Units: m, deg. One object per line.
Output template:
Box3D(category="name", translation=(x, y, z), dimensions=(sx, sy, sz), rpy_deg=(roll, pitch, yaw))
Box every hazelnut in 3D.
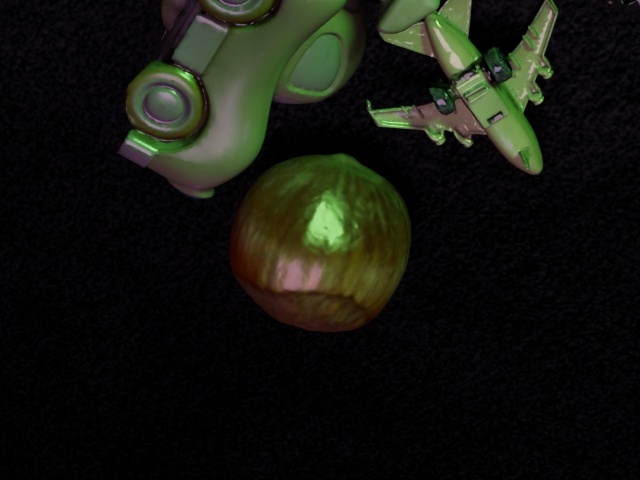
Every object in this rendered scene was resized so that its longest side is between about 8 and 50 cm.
Box3D(category="hazelnut", translation=(0.000, 0.000, 1.821), dimensions=(0.214, 0.176, 0.214), rpy_deg=(-9, 111, -23))

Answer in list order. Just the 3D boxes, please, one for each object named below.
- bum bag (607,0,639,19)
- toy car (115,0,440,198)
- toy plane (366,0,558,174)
Box3D(category="bum bag", translation=(0.358, -0.241, 1.644), dimensions=(0.124, 0.034, 0.058), rpy_deg=(18, 137, -1))
Box3D(category="toy car", translation=(-0.046, -0.213, 1.628), dimensions=(0.226, 0.242, 0.336), rpy_deg=(26, 125, -11))
Box3D(category="toy plane", translation=(0.174, -0.159, 1.713), dimensions=(0.229, 0.092, 0.244), rpy_deg=(-31, 112, 14))
